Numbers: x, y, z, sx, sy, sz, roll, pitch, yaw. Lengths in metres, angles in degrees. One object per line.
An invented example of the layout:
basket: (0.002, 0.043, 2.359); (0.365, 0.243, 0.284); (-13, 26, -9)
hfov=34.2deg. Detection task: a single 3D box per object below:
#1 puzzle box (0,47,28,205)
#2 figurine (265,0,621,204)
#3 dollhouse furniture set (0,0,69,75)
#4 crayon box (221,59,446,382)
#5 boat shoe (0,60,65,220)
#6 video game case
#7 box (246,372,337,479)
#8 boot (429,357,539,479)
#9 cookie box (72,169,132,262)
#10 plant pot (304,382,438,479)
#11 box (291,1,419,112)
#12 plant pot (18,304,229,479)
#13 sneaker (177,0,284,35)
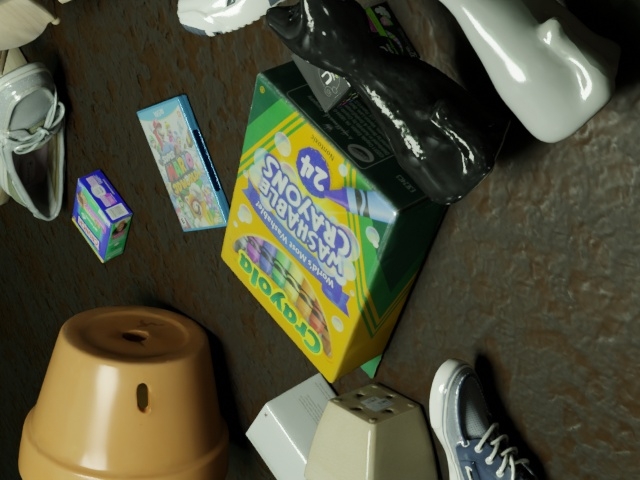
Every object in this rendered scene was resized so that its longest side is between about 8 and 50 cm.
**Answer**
puzzle box: (-0.578, -0.247, 1.735); (0.272, 0.052, 0.409); (58, 148, 7)
figurine: (0.081, -0.144, 0.760); (0.209, 0.092, 0.215); (38, 149, -12)
dollhouse furniture set: (-0.360, -0.349, 1.322); (0.355, 0.174, 0.303); (-12, 60, 30)
crayon box: (0.000, 0.000, 1.063); (0.203, 0.083, 0.323); (47, 145, 25)
boat shoe: (-0.424, -0.143, 1.541); (0.103, 0.118, 0.320); (47, 149, 13)
video game case: (-0.170, -0.093, 1.300); (0.119, 0.015, 0.166); (-5, 108, 56)
box: (-0.019, 0.235, 1.251); (0.101, 0.087, 0.102); (53, 146, 16)
boot: (0.165, 0.200, 0.997); (0.086, 0.069, 0.190); (14, 132, 42)
cookie box: (-0.323, -0.035, 1.535); (0.092, 0.040, 0.107); (51, 146, 18)
plant pot: (0.056, 0.218, 1.127); (0.109, 0.109, 0.096); (21, 116, 47)
box: (0.030, -0.159, 0.904); (0.062, 0.083, 0.052); (60, 148, 6)
plant pot: (-0.264, 0.219, 1.437); (0.291, 0.291, 0.203); (26, 117, 44)
sneaker: (-0.047, -0.273, 0.814); (0.235, 0.094, 0.153); (-23, 116, 29)
